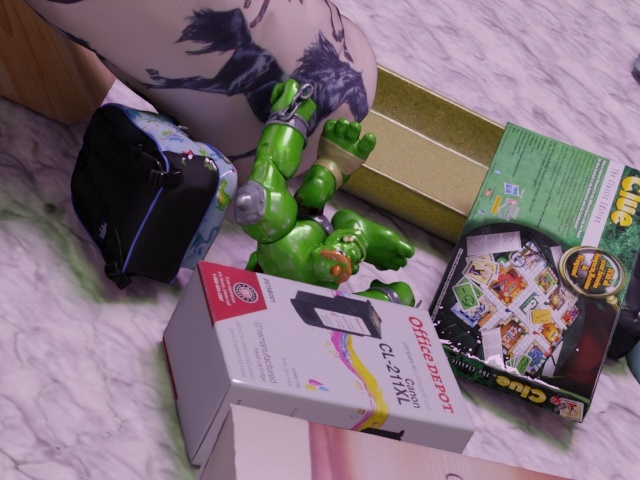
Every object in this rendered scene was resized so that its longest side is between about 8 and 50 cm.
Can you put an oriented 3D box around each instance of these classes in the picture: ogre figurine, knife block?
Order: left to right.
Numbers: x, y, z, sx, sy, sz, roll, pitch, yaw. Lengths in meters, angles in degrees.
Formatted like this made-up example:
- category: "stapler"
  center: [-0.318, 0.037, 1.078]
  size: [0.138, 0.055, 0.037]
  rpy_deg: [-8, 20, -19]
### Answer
- category: "knife block"
  center: [-0.248, -0.246, 1.410]
  size: [0.276, 0.242, 0.088]
  rpy_deg: [25, 30, -5]
- category: "ogre figurine"
  center: [0.000, 0.000, 1.343]
  size: [0.097, 0.197, 0.118]
  rpy_deg: [10, 40, 26]

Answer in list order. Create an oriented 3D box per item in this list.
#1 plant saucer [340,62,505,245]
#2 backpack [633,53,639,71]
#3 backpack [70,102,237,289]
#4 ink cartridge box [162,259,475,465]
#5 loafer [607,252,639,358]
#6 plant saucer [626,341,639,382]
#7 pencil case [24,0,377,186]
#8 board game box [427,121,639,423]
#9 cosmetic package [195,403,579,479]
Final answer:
- category: "plant saucer"
  center: [0.083, -0.065, 1.592]
  size: [0.188, 0.045, 0.188]
  rpy_deg: [26, 29, -2]
- category: "backpack"
  center: [0.413, -0.181, 1.974]
  size: [0.182, 0.115, 0.152]
  rpy_deg: [44, 22, 29]
- category: "backpack"
  center: [-0.118, -0.035, 1.325]
  size: [0.084, 0.105, 0.114]
  rpy_deg: [8, 25, -39]
- category: "ink cartridge box"
  center: [-0.003, 0.092, 1.247]
  size: [0.175, 0.072, 0.127]
  rpy_deg: [12, 32, -24]
- category: "loafer"
  center: [0.230, 0.008, 1.564]
  size: [0.078, 0.076, 0.223]
  rpy_deg: [31, 32, -9]
- category: "plant saucer"
  center: [0.300, 0.105, 1.523]
  size: [0.119, 0.021, 0.119]
  rpy_deg: [20, 31, -12]
- category: "pencil case"
  center: [-0.124, -0.183, 1.349]
  size: [0.183, 0.160, 0.410]
  rpy_deg: [36, -2, 42]
- category: "board game box"
  center: [0.169, 0.018, 1.461]
  size: [0.136, 0.030, 0.259]
  rpy_deg: [20, 46, 8]
- category: "cosmetic package"
  center: [0.072, 0.207, 1.045]
  size: [0.296, 0.129, 0.153]
  rpy_deg: [13, 36, -15]
